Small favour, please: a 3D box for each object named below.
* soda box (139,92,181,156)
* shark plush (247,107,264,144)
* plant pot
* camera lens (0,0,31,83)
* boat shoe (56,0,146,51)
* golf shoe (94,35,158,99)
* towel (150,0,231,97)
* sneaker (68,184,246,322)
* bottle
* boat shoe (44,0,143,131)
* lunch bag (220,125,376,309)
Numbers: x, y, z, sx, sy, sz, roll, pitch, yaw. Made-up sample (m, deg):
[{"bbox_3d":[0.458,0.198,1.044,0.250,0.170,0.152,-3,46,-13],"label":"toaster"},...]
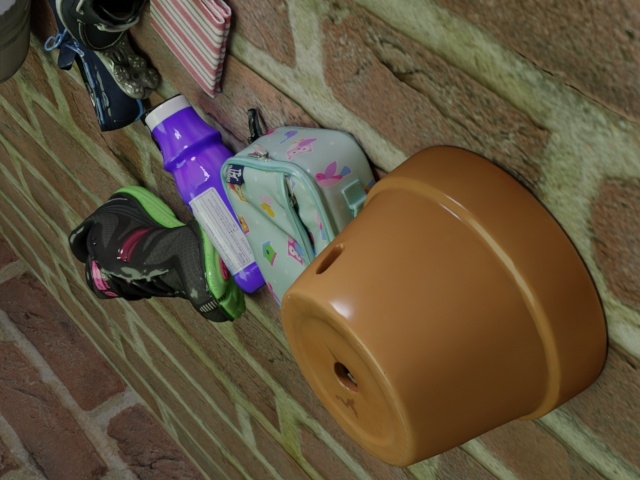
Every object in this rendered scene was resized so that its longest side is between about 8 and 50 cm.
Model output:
[{"bbox_3d":[-0.196,-0.126,1.530,0.169,0.060,0.053,60,159,-7],"label":"soda box"},{"bbox_3d":[-0.078,-0.091,1.349,0.067,0.073,0.161,-98,-17,-62],"label":"shark plush"},{"bbox_3d":[0.099,0.081,1.011,0.291,0.203,0.291,44,153,29],"label":"plant pot"},{"bbox_3d":[-0.624,-0.407,1.833,0.219,0.219,0.274,56,158,4],"label":"camera lens"},{"bbox_3d":[-0.278,-0.327,1.367,0.091,0.114,0.302,58,159,14],"label":"boat shoe"},{"bbox_3d":[-0.312,-0.286,1.559,0.176,0.069,0.086,61,165,-5],"label":"golf shoe"},{"bbox_3d":[-0.163,-0.279,1.311,0.144,0.029,0.197,52,160,12],"label":"towel"},{"bbox_3d":[-0.282,0.050,1.756,0.483,0.202,0.185,22,140,55],"label":"sneaker"},{"bbox_3d":[-0.138,-0.065,1.430,0.283,0.092,0.118,57,-171,0],"label":"bottle"},{"bbox_3d":[-0.372,-0.290,1.618,0.258,0.089,0.109,60,171,-3],"label":"boat shoe"},{"bbox_3d":[0.000,0.000,1.231,0.224,0.108,0.279,18,135,58],"label":"lunch bag"}]
